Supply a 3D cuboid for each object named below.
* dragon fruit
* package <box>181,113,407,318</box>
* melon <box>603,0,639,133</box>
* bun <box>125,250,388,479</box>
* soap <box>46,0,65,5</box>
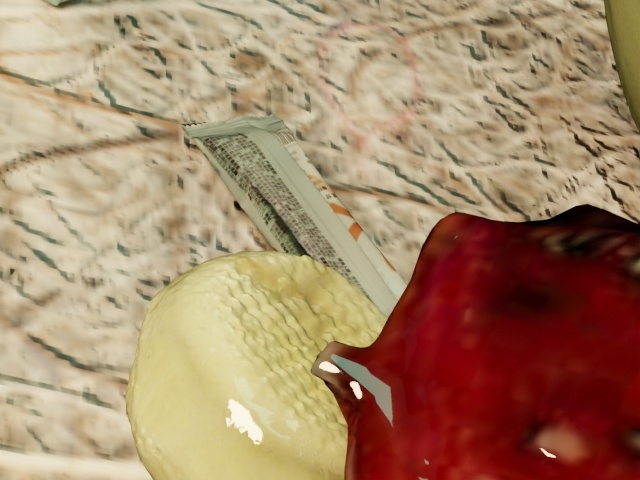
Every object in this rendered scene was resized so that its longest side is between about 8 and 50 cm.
[{"bbox_3d":[0.137,0.170,0.415,0.286,0.228,0.329,2,56,19],"label":"dragon fruit"},{"bbox_3d":[0.000,0.000,0.579,0.037,0.015,0.110,-11,53,-39],"label":"package"},{"bbox_3d":[0.222,-0.062,0.592,0.271,0.272,0.308,6,31,-24],"label":"melon"},{"bbox_3d":[-0.013,0.044,0.493,0.086,0.055,0.086,29,33,-21],"label":"bun"},{"bbox_3d":[-0.062,-0.191,0.586,0.091,0.230,0.145,29,38,2],"label":"soap"}]
